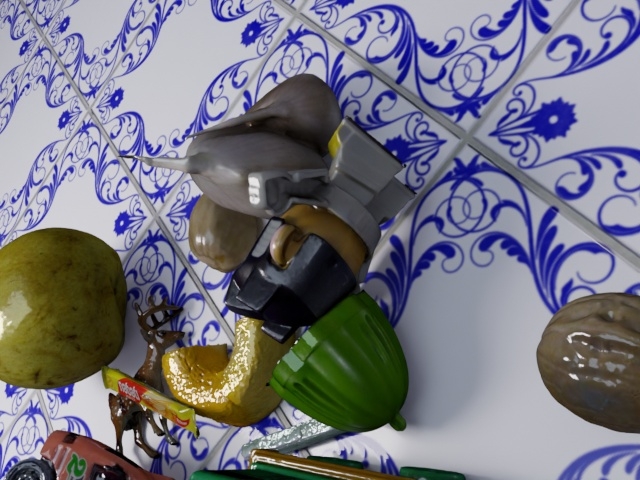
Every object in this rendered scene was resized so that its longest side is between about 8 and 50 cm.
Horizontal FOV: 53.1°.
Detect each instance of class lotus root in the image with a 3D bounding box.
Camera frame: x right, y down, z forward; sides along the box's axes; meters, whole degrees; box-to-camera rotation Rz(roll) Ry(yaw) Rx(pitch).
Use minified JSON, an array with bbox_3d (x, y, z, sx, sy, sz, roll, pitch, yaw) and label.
[{"bbox_3d":[0.049,0.185,0.840,0.186,0.186,0.186,-15,65,36],"label":"lotus root"}]

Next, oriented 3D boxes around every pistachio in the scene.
[{"bbox_3d":[-0.174,-0.025,1.124,0.126,0.108,0.185,-21,51,7],"label":"pistachio"}]

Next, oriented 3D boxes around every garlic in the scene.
[{"bbox_3d":[-0.086,-0.158,0.970,0.246,0.340,0.231,23,99,15],"label":"garlic"}]

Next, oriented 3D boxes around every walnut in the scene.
[{"bbox_3d":[0.304,0.122,0.652,0.162,0.140,0.140,18,86,33],"label":"walnut"}]

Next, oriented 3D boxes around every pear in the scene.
[{"bbox_3d":[-0.516,0.135,1.212,0.304,0.304,0.304,-15,65,36],"label":"pear"}]

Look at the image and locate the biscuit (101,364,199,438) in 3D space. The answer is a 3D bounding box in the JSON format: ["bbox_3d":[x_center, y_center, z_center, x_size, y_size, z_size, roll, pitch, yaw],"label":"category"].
[{"bbox_3d":[-0.285,0.261,1.063,0.292,0.026,0.048,8,114,45],"label":"biscuit"}]

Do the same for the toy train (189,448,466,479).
[{"bbox_3d":[0.014,0.344,0.733,0.429,0.249,0.178,-5,71,39],"label":"toy train"}]

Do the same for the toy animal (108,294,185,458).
[{"bbox_3d":[-0.325,0.256,1.160,0.243,0.087,0.260,-40,56,20],"label":"toy animal"}]

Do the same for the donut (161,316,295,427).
[{"bbox_3d":[-0.139,0.218,1.020,0.259,0.101,0.152,-28,64,25],"label":"donut"}]

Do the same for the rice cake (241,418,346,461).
[{"bbox_3d":[-0.038,0.291,0.943,0.208,0.033,0.033,-29,48,30],"label":"rice cake"}]

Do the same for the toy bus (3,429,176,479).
[{"bbox_3d":[-0.379,0.519,0.945,0.233,0.203,0.427,12,63,6],"label":"toy bus"}]

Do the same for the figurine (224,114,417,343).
[{"bbox_3d":[0.000,-0.001,0.846,0.143,0.308,0.308,10,81,52],"label":"figurine"}]
